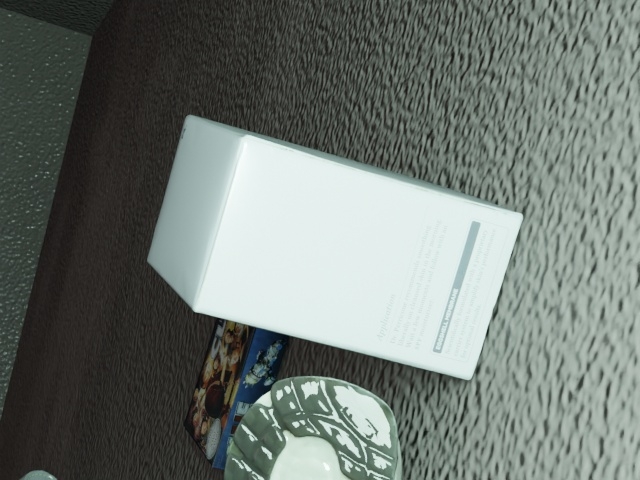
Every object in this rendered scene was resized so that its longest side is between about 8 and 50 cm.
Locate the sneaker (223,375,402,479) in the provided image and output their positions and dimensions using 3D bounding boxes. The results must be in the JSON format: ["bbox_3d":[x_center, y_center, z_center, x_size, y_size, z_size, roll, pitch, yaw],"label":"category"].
[{"bbox_3d":[-0.013,0.294,1.175,0.182,0.158,0.410,-17,-55,-74],"label":"sneaker"}]

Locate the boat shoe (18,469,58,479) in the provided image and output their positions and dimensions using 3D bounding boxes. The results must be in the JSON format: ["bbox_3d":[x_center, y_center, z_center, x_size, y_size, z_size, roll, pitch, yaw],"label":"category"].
[{"bbox_3d":[-0.391,0.442,2.162,0.103,0.118,0.320,-60,25,22],"label":"boat shoe"}]

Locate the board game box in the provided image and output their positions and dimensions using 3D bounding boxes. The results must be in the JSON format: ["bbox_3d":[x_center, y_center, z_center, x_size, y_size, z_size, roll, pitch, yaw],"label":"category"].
[{"bbox_3d":[-0.082,0.115,1.612,0.165,0.042,0.243,-154,80,-72],"label":"board game box"}]

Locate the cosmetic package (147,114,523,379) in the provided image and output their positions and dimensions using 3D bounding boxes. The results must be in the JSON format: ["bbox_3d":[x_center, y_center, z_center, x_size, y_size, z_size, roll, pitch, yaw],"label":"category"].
[{"bbox_3d":[0.000,0.000,1.162,0.224,0.225,0.138,-150,77,-73],"label":"cosmetic package"}]
